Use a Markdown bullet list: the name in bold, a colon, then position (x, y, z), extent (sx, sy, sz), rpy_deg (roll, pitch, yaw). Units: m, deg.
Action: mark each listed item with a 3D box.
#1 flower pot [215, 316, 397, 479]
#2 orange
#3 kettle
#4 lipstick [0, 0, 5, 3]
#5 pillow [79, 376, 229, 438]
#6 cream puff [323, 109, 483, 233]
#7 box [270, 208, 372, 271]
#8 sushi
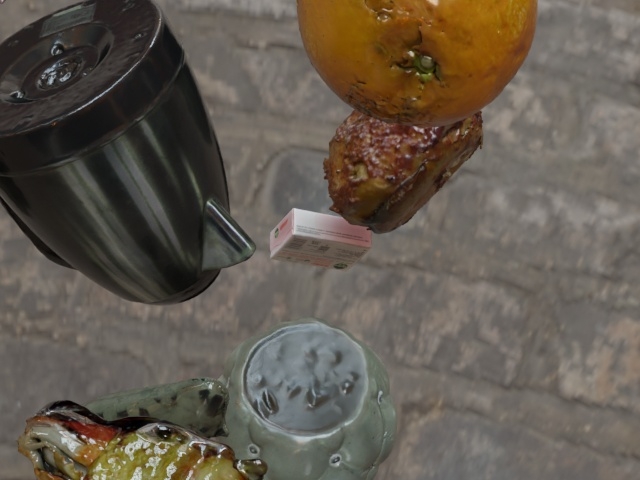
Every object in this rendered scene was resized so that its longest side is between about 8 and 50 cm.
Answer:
- **flower pot**: position (-0.023, 0.225, 2.007), extent (0.246, 0.195, 0.246), rpy_deg (1, 54, -2)
- **orange**: position (0.097, -0.238, 1.601), extent (0.246, 0.246, 0.246), rpy_deg (3, 57, -5)
- **kettle**: position (-0.192, -0.046, 1.407), extent (0.251, 0.271, 0.207), rpy_deg (-22, 34, 11)
- **lipstick**: position (-0.357, -0.303, 1.703), extent (0.030, 0.030, 0.129), rpy_deg (8, 50, -44)
- **pillow**: position (-0.163, 0.177, 1.413), extent (0.093, 0.241, 0.051), rpy_deg (63, 37, -15)
- **cream puff**: position (0.103, -0.117, 2.094), extent (0.164, 0.240, 0.240), rpy_deg (40, 60, 1)
- **box**: position (0.000, 0.000, 2.253), extent (0.125, 0.089, 0.043), rpy_deg (11, 62, -23)
- **sushi**: position (-0.121, 0.190, 1.145), extent (0.226, 0.103, 0.097), rpy_deg (14, 36, 16)
